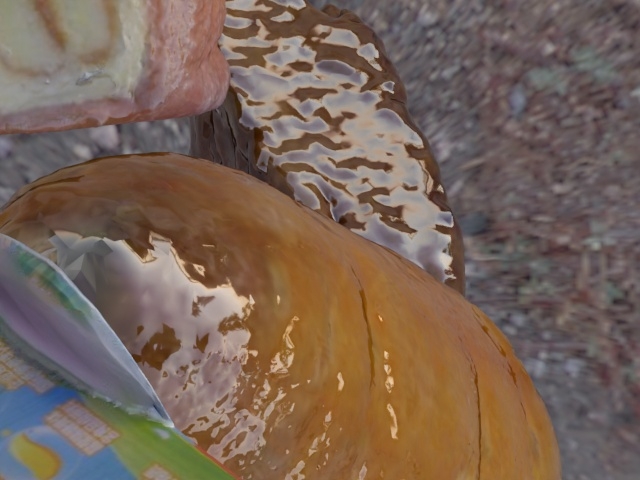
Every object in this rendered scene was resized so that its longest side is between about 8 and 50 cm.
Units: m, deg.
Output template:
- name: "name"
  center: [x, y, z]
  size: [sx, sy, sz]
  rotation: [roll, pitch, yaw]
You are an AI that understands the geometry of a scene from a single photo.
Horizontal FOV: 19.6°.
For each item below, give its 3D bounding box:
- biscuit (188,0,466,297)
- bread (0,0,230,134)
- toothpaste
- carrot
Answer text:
- name: "biscuit"
  center: [0.000, 0.000, 1.595]
  size: [0.166, 0.343, 0.395]
  rotation: [-13, 53, -11]
- name: "bread"
  center: [-0.155, -0.167, 1.006]
  size: [0.190, 0.123, 0.244]
  rotation: [-11, 106, -2]
- name: "toothpaste"
  center: [-0.024, 0.063, 0.307]
  size: [0.044, 0.193, 0.070]
  rotation: [-32, 131, -27]
- name: "carrot"
  center: [-0.026, 0.042, 0.516]
  size: [0.159, 0.225, 0.159]
  rotation: [-6, 66, 13]
